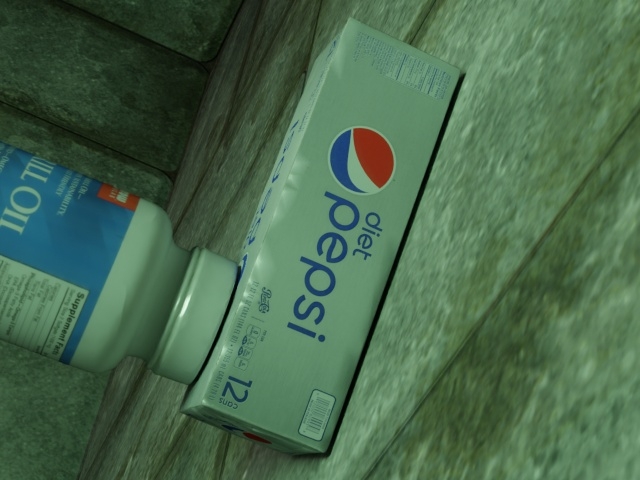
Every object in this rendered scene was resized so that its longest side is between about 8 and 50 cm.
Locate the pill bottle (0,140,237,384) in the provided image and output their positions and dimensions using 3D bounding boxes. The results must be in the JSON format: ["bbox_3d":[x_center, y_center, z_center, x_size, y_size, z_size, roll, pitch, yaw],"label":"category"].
[{"bbox_3d":[-0.174,0.015,0.903,0.124,0.221,0.124,-158,90,-80],"label":"pill bottle"}]

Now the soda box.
[{"bbox_3d":[0.000,0.000,0.931,0.098,0.091,0.286,145,147,-72],"label":"soda box"}]
